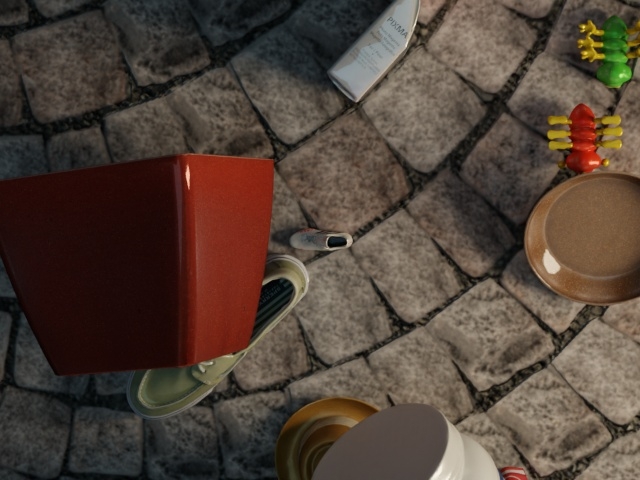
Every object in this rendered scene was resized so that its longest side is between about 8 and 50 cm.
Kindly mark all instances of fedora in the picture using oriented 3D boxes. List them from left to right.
[{"bbox_3d":[0.028,0.305,1.573,0.194,0.079,0.194,1,98,5],"label":"fedora"}]

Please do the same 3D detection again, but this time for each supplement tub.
[{"bbox_3d":[0.147,0.375,1.453,0.228,0.228,0.316,-31,114,8],"label":"supplement tub"}]

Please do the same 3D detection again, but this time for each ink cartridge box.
[{"bbox_3d":[0.107,-0.266,1.439,0.232,0.189,0.066,-42,92,8],"label":"ink cartridge box"}]

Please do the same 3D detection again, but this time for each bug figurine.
[{"bbox_3d":[0.424,-0.172,1.482,0.279,0.072,0.216,2,91,9],"label":"bug figurine"}]

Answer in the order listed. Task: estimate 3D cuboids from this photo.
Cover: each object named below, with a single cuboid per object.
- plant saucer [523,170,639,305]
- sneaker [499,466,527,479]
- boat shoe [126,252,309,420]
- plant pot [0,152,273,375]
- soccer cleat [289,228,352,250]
[{"bbox_3d":[0.355,-0.009,1.498,0.199,0.036,0.198,5,124,7],"label":"plant saucer"},{"bbox_3d":[0.271,0.346,1.580,0.042,0.067,0.118,-29,124,6],"label":"sneaker"},{"bbox_3d":[-0.143,0.125,1.558,0.302,0.094,0.109,-43,92,8],"label":"boat shoe"},{"bbox_3d":[-0.211,0.031,1.430,0.267,0.267,0.235,-6,91,19],"label":"plant pot"},{"bbox_3d":[0.000,0.000,1.559,0.083,0.035,0.029,2,97,5],"label":"soccer cleat"}]
